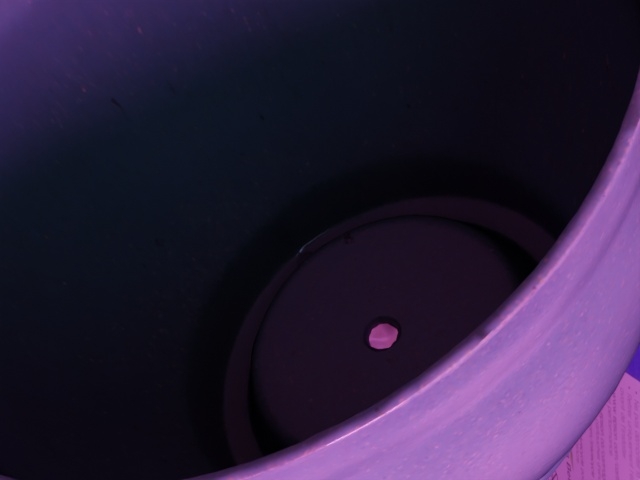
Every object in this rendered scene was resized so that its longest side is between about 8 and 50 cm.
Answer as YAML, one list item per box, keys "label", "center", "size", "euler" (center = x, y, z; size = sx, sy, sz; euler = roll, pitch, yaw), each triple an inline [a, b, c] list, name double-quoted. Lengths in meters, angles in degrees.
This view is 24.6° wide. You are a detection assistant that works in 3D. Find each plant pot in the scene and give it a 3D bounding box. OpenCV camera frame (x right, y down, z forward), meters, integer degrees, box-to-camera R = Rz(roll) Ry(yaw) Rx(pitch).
- label: "plant pot"
  center: [0.000, 0.000, 0.543]
  size: [0.293, 0.293, 0.196]
  euler: [-38, 139, -2]

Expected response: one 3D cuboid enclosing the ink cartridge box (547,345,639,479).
- label: "ink cartridge box"
  center: [0.161, 0.059, 0.566]
  size: [0.072, 0.307, 0.303]
  euler: [-10, 109, -14]
